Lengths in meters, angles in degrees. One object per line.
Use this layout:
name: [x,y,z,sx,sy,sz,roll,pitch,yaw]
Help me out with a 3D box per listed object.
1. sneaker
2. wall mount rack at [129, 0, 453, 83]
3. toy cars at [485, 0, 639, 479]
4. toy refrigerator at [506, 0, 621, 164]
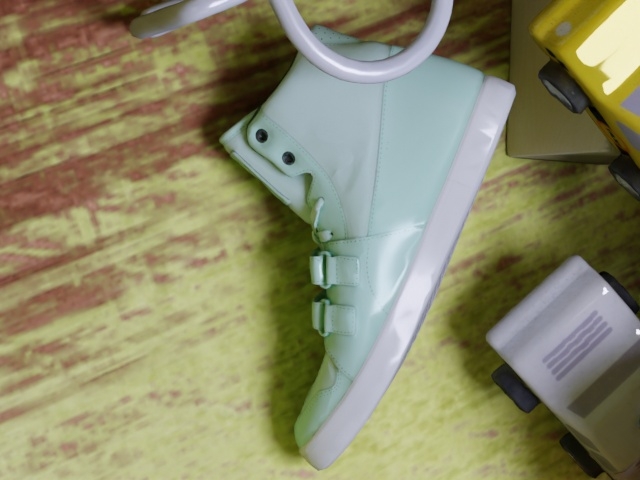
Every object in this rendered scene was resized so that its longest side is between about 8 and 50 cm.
sneaker: [0.000,-0.001,0.976,0.151,0.094,0.256,23,99,5]
wall mount rack: [-0.005,-0.268,0.933,0.304,0.130,0.350,-26,101,-25]
toy cars: [0.200,0.011,0.998,0.176,0.087,0.394,-10,123,-23]
toy refrigerator: [0.192,-0.187,1.071,0.094,0.102,0.270,2,88,-32]
